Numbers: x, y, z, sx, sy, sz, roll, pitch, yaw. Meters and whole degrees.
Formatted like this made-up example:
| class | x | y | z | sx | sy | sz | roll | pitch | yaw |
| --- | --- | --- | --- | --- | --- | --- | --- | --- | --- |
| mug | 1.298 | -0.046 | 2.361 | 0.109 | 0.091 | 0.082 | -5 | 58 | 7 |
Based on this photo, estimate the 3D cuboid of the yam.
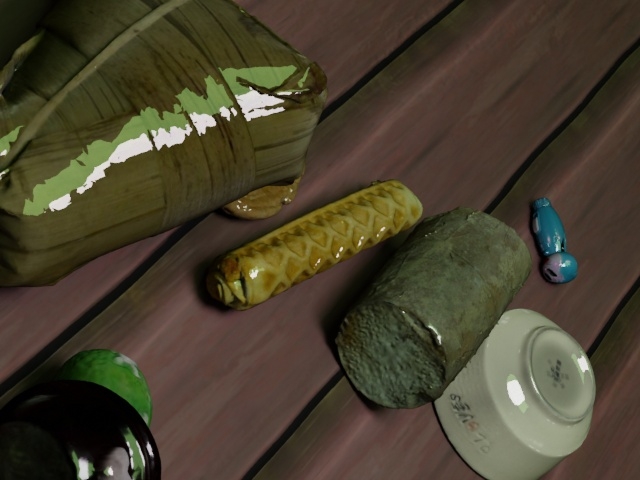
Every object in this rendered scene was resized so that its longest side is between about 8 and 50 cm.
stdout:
| class | x | y | z | sx | sy | sz | roll | pitch | yaw |
| --- | --- | --- | --- | --- | --- | --- | --- | --- | --- |
| yam | 0.140 | 0.074 | 1.893 | 0.161 | 0.161 | 0.268 | 51 | 46 | -10 |

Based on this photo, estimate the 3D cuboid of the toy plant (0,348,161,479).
| class | x | y | z | sx | sy | sz | roll | pitch | yaw |
| --- | --- | --- | --- | --- | --- | --- | --- | --- | --- |
| toy plant | -0.228 | 0.212 | 1.481 | 0.235 | 0.175 | 0.218 | 10 | 66 | -72 |

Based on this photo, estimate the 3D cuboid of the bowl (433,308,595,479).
| class | x | y | z | sx | sy | sz | roll | pitch | yaw |
| --- | --- | --- | --- | --- | --- | --- | --- | --- | --- |
| bowl | 0.263 | 0.188 | 1.981 | 0.238 | 0.126 | 0.237 | 20 | 58 | -35 |

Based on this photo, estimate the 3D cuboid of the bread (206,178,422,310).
| class | x | y | z | sx | sy | sz | roll | pitch | yaw |
| --- | --- | --- | --- | --- | --- | --- | --- | --- | --- |
| bread | -0.001 | 0.001 | 1.855 | 0.084 | 0.077 | 0.367 | 32 | 34 | 26 |

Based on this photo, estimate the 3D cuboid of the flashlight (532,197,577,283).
| class | x | y | z | sx | sy | sz | roll | pitch | yaw |
| --- | --- | --- | --- | --- | --- | --- | --- | --- | --- |
| flashlight | 0.331 | 0.001 | 2.202 | 0.051 | 0.051 | 0.129 | 12 | 56 | -39 |

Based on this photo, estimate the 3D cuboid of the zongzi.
| class | x | y | z | sx | sy | sz | roll | pitch | yaw |
| --- | --- | --- | --- | --- | --- | --- | --- | --- | --- |
| zongzi | -0.314 | -0.169 | 1.650 | 0.500 | 0.218 | 0.467 | -26 | 54 | -31 |

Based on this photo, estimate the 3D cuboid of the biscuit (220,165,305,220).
| class | x | y | z | sx | sy | sz | roll | pitch | yaw |
| --- | --- | --- | --- | --- | --- | --- | --- | --- | --- |
| biscuit | -0.105 | -0.127 | 1.855 | 0.226 | 0.042 | 0.226 | 24 | 52 | -34 |
